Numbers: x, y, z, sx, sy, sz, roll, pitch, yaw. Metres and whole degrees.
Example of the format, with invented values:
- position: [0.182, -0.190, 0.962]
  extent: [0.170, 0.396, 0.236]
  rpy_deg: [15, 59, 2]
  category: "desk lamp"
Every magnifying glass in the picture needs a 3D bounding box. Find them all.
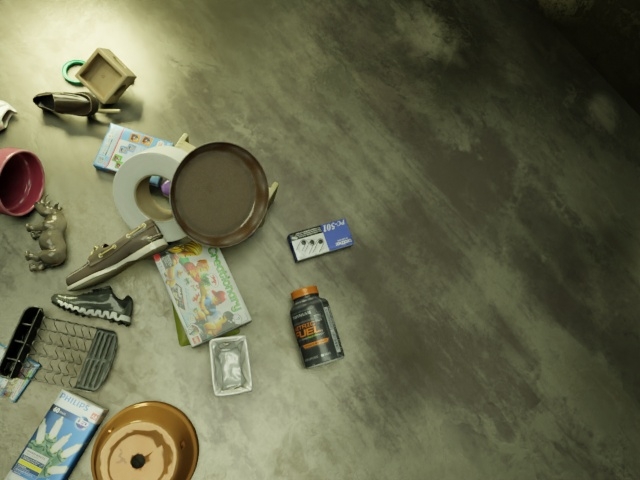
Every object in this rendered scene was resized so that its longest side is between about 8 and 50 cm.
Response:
- position: [-0.768, -0.575, 1.767]
  extent: [0.231, 0.026, 0.092]
  rpy_deg: [3, 73, -11]
  category: "magnifying glass"

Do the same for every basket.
- position: [-0.271, 0.377, 1.537]
  extent: [0.114, 0.103, 0.167]
  rpy_deg: [-5, 75, -13]
  category: "basket"

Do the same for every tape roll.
- position: [-0.480, -0.141, 1.569]
  extent: [0.287, 0.100, 0.285]
  rpy_deg: [3, 113, 7]
  category: "tape roll"

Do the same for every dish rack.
- position: [-0.735, 0.318, 1.465]
  extent: [0.272, 0.074, 0.208]
  rpy_deg: [15, 65, -7]
  category: "dish rack"

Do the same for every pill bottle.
- position: [-0.020, 0.267, 1.607]
  extent: [0.131, 0.130, 0.245]
  rpy_deg: [-14, 76, -15]
  category: "pill bottle"

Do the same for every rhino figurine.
- position: [-0.831, -0.029, 1.563]
  extent: [0.107, 0.073, 0.243]
  rpy_deg: [-5, 73, -10]
  category: "rhino figurine"

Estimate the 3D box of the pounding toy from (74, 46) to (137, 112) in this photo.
- position: [-0.718, -0.500, 1.716]
  extent: [0.206, 0.094, 0.181]
  rpy_deg: [-43, 99, 14]
  category: "pounding toy"

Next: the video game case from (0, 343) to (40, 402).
- position: [-0.906, 0.368, 1.457]
  extent: [0.166, 0.015, 0.119]
  rpy_deg: [28, 69, -2]
  category: "video game case"

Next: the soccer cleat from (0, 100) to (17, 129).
- position: [-1.051, -0.363, 1.624]
  extent: [0.076, 0.068, 0.196]
  rpy_deg: [29, 67, -5]
  category: "soccer cleat"

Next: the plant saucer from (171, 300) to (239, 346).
- position: [-0.361, 0.216, 1.598]
  extent: [0.188, 0.045, 0.188]
  rpy_deg: [-11, 75, -14]
  category: "plant saucer"

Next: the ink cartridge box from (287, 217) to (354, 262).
- position: [0.000, 0.000, 1.737]
  extent: [0.207, 0.046, 0.097]
  rpy_deg: [-16, 79, -16]
  category: "ink cartridge box"

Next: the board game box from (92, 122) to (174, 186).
- position: [-0.617, -0.283, 1.701]
  extent: [0.212, 0.039, 0.160]
  rpy_deg: [17, 71, -5]
  category: "board game box"

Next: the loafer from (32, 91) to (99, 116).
- position: [-0.826, -0.439, 1.656]
  extent: [0.220, 0.078, 0.080]
  rpy_deg: [2, 107, 10]
  category: "loafer"

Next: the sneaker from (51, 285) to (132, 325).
- position: [-0.672, 0.180, 1.532]
  extent: [0.235, 0.078, 0.106]
  rpy_deg: [16, 68, -10]
  category: "sneaker"

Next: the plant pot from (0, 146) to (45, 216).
- position: [-0.969, -0.183, 1.530]
  extent: [0.181, 0.201, 0.201]
  rpy_deg: [9, 71, 8]
  category: "plant pot"

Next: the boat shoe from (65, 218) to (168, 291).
- position: [-0.619, 0.048, 1.530]
  extent: [0.325, 0.116, 0.096]
  rpy_deg: [-28, 87, 3]
  category: "boat shoe"

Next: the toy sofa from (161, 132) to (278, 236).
- position: [-0.332, -0.171, 1.666]
  extent: [0.363, 0.150, 0.177]
  rpy_deg: [29, 69, -2]
  category: "toy sofa"

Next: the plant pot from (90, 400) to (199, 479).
- position: [-0.477, 0.585, 1.379]
  extent: [0.291, 0.203, 0.290]
  rpy_deg: [3, 73, -11]
  category: "plant pot"

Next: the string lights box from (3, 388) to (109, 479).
- position: [-0.717, 0.558, 1.404]
  extent: [0.134, 0.076, 0.259]
  rpy_deg: [27, 70, -1]
  category: "string lights box"

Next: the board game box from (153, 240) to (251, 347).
- position: [-0.360, 0.149, 1.565]
  extent: [0.193, 0.053, 0.305]
  rpy_deg: [-24, 79, -18]
  category: "board game box"

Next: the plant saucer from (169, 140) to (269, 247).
- position: [-0.298, -0.135, 1.504]
  extent: [0.311, 0.050, 0.310]
  rpy_deg: [-9, 105, -34]
  category: "plant saucer"
